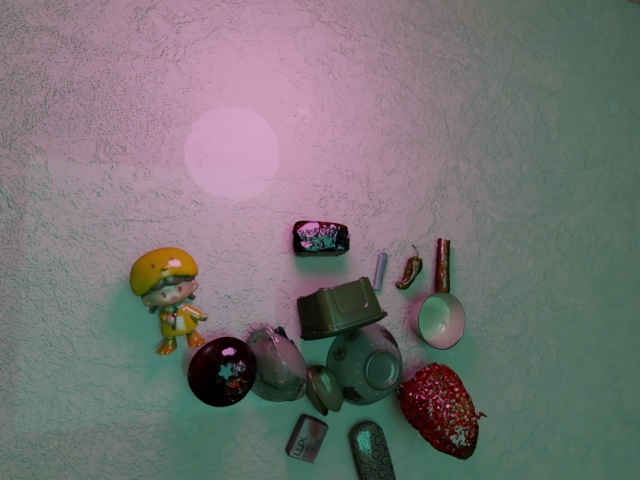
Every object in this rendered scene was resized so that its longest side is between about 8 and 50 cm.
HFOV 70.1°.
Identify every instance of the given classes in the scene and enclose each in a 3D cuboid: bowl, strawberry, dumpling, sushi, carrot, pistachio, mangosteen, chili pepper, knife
[{"bbox_3d":[0.477,0.331,1.914,0.237,0.126,0.238,1,86,-22],"label":"bowl"},{"bbox_3d":[0.485,0.652,1.770,0.292,0.343,0.292,-24,130,-32],"label":"strawberry"},{"bbox_3d":[0.207,0.491,1.779,0.337,0.157,0.337,2,86,-23],"label":"bowl"},{"bbox_3d":[-0.159,0.444,1.648,0.293,0.204,0.163,56,37,2],"label":"dumpling"},{"bbox_3d":[0.000,0.000,1.739,0.225,0.136,0.126,5,76,-17],"label":"sushi"},{"bbox_3d":[0.532,0.119,1.985,0.070,0.070,0.260,7,81,-22],"label":"carrot"},{"bbox_3d":[0.007,0.560,1.708,0.129,0.131,0.206,-24,99,21],"label":"pistachio"},{"bbox_3d":[-0.307,0.450,1.509,0.235,0.261,0.235,-11,111,-30],"label":"mangosteen"},{"bbox_3d":[0.389,0.119,1.921,0.073,0.072,0.204,33,76,-15],"label":"chili pepper"},{"bbox_3d":[0.251,0.129,1.891,0.044,0.023,0.162,16,80,-25],"label":"knife"}]

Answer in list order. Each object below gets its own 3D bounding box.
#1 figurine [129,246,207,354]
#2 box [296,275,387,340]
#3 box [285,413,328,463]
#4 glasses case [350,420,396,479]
[{"bbox_3d":[-0.497,0.195,1.504,0.215,0.187,0.344,-13,97,-31],"label":"figurine"},{"bbox_3d":[0.056,0.248,1.655,0.252,0.328,0.178,-15,80,-24],"label":"box"},{"bbox_3d":[-0.050,0.742,1.710,0.111,0.060,0.156,28,76,-17],"label":"box"},{"bbox_3d":[0.214,0.890,1.791,0.137,0.085,0.355,-15,92,-23],"label":"glasses case"}]
